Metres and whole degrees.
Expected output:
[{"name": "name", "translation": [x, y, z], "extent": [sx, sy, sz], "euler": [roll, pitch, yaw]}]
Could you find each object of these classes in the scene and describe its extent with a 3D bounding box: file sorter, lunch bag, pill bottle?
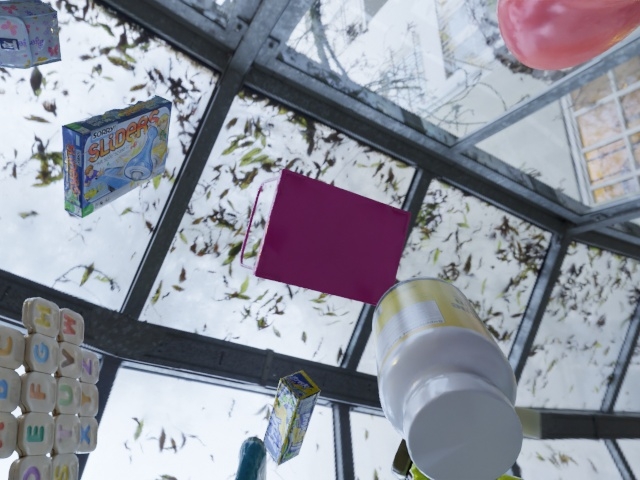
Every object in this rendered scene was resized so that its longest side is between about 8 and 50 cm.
[{"name": "file sorter", "translation": [0.000, 0.000, 0.956], "extent": [0.290, 0.182, 0.202], "euler": [16, -94, -23]}, {"name": "lunch bag", "translation": [-0.377, -0.258, 0.577], "extent": [0.053, 0.071, 0.083], "euler": [37, -137, 14]}, {"name": "pill bottle", "translation": [0.098, 0.105, 0.381], "extent": [0.103, 0.184, 0.103], "euler": [1, -75, 3]}]

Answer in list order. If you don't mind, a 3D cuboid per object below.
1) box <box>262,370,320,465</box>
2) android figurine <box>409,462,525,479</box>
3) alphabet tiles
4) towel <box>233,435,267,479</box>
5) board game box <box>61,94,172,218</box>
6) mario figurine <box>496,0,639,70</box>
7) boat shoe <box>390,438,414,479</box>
[{"name": "box", "translation": [-0.056, 0.329, 0.846], "extent": [0.054, 0.059, 0.169], "euler": [-7, -58, -43]}, {"name": "android figurine", "translation": [0.160, 0.326, 0.396], "extent": [0.056, 0.248, 0.273], "euler": [42, -152, -54]}, {"name": "alphabet tiles", "translation": [-0.411, 0.236, 0.701], "extent": [0.021, 0.278, 0.285], "euler": [-11, -114, 0]}, {"name": "towel", "translation": [-0.125, 0.462, 0.534], "extent": [0.040, 0.370, 0.272], "euler": [6, -68, 7]}, {"name": "board game box", "translation": [-0.309, -0.137, 0.710], "extent": [0.035, 0.136, 0.201], "euler": [24, -145, 7]}, {"name": "mario figurine", "translation": [0.174, -0.292, 0.327], "extent": [0.170, 0.198, 0.321], "euler": [-26, -60, -29]}, {"name": "boat shoe", "translation": [0.197, 0.404, 0.796], "extent": [0.111, 0.104, 0.307], "euler": [-62, -27, -13]}]
